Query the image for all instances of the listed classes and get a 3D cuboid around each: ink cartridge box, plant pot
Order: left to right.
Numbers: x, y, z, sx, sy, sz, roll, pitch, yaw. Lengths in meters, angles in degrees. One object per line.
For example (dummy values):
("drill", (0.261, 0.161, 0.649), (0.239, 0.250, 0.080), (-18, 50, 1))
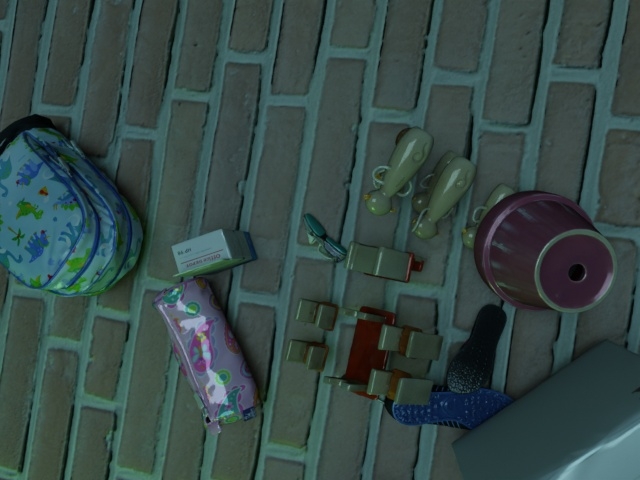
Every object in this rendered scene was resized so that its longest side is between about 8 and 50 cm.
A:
("ink cartridge box", (-0.198, 0.023, 1.222), (0.104, 0.180, 0.060), (-19, 84, 12))
("plant pot", (0.366, 0.028, 1.057), (0.201, 0.180, 0.201), (-1, 100, -4))

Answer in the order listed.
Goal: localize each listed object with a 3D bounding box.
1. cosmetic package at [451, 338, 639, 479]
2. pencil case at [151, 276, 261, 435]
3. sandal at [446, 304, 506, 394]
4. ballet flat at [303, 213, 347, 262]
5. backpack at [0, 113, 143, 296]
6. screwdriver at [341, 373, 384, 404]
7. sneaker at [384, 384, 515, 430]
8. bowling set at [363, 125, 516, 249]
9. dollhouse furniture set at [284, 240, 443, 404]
("cosmetic package", (0.447, 0.411, 0.951), (0.329, 0.327, 0.394), (-36, 88, 5))
("pencil case", (-0.214, 0.213, 1.251), (0.124, 0.124, 0.284), (-26, 82, 11))
("sandal", (0.273, 0.194, 1.157), (0.067, 0.040, 0.179), (29, 64, 10))
("ballet flat", (0.000, 0.000, 1.250), (0.114, 0.041, 0.041), (45, 98, 12))
("backpack", (-0.520, -0.041, 1.286), (0.355, 0.273, 0.290), (41, 91, -1))
("screwdriver", (0.110, 0.299, 1.226), (0.170, 0.024, 0.025), (34, 126, 6))
("sneaker", (0.227, 0.288, 1.171), (0.232, 0.090, 0.081), (7, 89, -8))
("bowling set", (0.179, -0.097, 1.165), (0.287, 0.200, 0.154), (27, 102, -29))
("dollhouse furniture set", (0.095, 0.140, 1.153), (0.262, 0.135, 0.259), (10, 86, 45))
